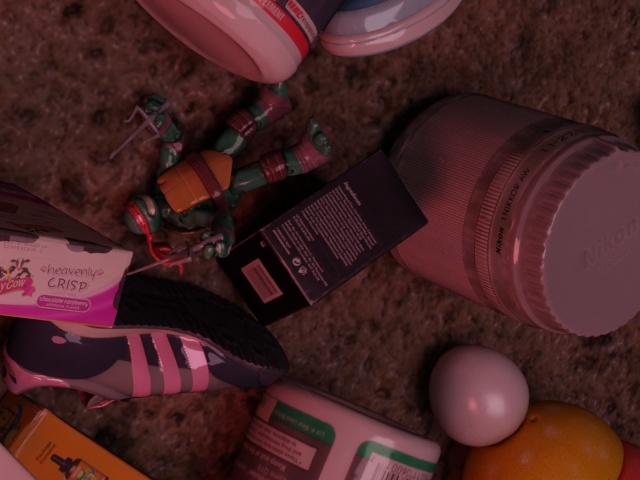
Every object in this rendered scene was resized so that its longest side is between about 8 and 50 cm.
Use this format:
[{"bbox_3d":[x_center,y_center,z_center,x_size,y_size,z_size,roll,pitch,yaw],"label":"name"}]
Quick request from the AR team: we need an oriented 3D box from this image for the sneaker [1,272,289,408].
[{"bbox_3d":[-0.174,0.113,1.412,0.319,0.112,0.131,19,118,-42],"label":"sneaker"}]

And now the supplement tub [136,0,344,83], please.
[{"bbox_3d":[-0.037,-0.299,1.295,0.191,0.191,0.272,40,80,-39],"label":"supplement tub"}]

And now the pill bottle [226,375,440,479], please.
[{"bbox_3d":[-0.029,0.343,1.505,0.204,0.204,0.361,27,85,-40],"label":"pill bottle"}]

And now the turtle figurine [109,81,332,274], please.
[{"bbox_3d":[-0.115,-0.064,1.373,0.234,0.118,0.175,-32,82,-13],"label":"turtle figurine"}]

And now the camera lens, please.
[{"bbox_3d":[0.213,-0.032,1.524,0.219,0.274,0.219,-14,114,-33],"label":"camera lens"}]

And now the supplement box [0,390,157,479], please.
[{"bbox_3d":[-0.233,0.238,1.410,0.078,0.080,0.233,-55,131,-10],"label":"supplement box"}]

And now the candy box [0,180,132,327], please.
[{"bbox_3d":[-0.285,-0.001,1.184,0.159,0.233,0.071,10,99,-39],"label":"candy box"}]

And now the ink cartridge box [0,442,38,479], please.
[{"bbox_3d":[-0.363,0.155,1.227,0.092,0.158,0.218,-45,127,-17],"label":"ink cartridge box"}]

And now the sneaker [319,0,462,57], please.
[{"bbox_3d":[0.090,-0.338,1.425,0.319,0.127,0.208,-43,129,-29],"label":"sneaker"}]

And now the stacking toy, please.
[{"bbox_3d":[0.295,0.312,1.732,0.350,0.350,0.480,-42,111,-18],"label":"stacking toy"}]

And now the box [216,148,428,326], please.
[{"bbox_3d":[0.000,0.000,1.437,0.158,0.156,0.093,-35,92,-23],"label":"box"}]
